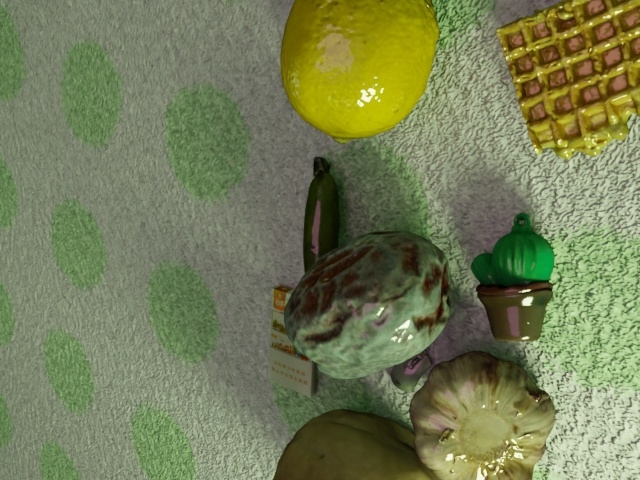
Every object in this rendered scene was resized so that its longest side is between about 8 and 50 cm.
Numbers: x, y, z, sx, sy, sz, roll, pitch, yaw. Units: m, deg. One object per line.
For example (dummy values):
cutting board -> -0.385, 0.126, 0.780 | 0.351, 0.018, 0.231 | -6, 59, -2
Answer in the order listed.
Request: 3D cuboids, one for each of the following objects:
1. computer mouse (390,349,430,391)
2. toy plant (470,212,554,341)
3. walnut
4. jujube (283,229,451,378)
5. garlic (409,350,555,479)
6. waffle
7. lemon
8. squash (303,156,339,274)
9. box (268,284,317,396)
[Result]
computer mouse -> 0.167, 0.244, 1.190 | 0.056, 0.032, 0.110 | 43, 123, 21
toy plant -> 0.305, 0.059, 1.004 | 0.142, 0.105, 0.201 | -9, 78, 52
walnut -> 0.075, 0.491, 1.141 | 0.381, 0.381, 0.381 | 10, 107, 35
jujube -> 0.082, 0.104, 1.084 | 0.308, 0.246, 0.215 | -34, 91, 28
garlic -> 0.266, 0.303, 1.053 | 0.244, 0.160, 0.245 | 0, 90, 9
waffle -> 0.387, -0.240, 0.891 | 0.219, 0.057, 0.229 | -18, 91, 38
lemon -> 0.062, -0.308, 1.002 | 0.245, 0.245, 0.320 | 27, 116, 29
squash -> 0.001, 0.000, 1.224 | 0.080, 0.071, 0.319 | -137, 45, -72
box -> -0.057, 0.215, 1.353 | 0.122, 0.032, 0.221 | 15, 111, 34
